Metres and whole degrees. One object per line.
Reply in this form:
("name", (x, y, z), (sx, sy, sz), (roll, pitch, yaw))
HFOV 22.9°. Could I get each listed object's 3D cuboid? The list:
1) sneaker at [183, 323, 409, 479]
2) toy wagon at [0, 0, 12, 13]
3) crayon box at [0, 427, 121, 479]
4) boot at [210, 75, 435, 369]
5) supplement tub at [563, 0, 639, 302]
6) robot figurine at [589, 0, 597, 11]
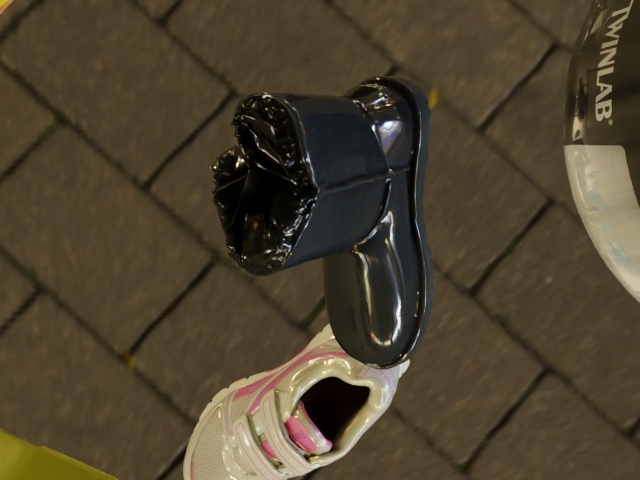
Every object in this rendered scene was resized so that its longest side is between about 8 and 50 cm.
("sneaker", (-0.030, 0.164, 1.438), (0.252, 0.111, 0.103), (-41, 100, 15))
("toy wagon", (-0.339, -0.093, 0.975), (0.344, 0.267, 0.068), (-30, 98, 20))
("crayon box", (-0.142, 0.250, 0.962), (0.318, 0.081, 0.202), (17, 58, 37))
("boot", (0.000, 0.000, 1.196), (0.094, 0.207, 0.246), (13, 108, 32))
("supplement tub", (0.286, -0.068, 0.676), (0.207, 0.338, 0.207), (7, 78, -34))
("robot figurine", (0.324, -0.188, 1.391), (0.209, 0.278, 0.173), (34, 80, 14))
